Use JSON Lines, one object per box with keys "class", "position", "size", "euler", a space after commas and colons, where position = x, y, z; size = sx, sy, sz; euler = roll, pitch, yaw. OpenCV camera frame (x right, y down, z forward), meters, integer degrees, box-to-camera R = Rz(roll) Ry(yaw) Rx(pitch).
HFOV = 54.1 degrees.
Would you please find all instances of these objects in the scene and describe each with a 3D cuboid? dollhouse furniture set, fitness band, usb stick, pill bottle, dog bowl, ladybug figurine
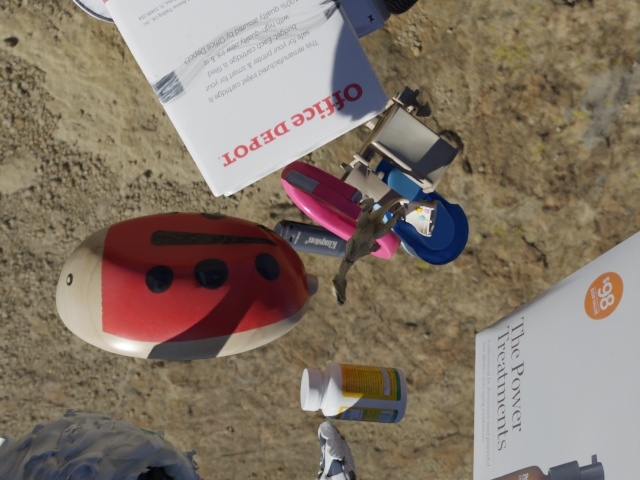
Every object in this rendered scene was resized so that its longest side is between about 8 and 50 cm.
{"class": "dollhouse furniture set", "position": [0.162, -0.180, 1.514], "size": [0.174, 0.355, 0.303], "euler": [36, 81, -8]}
{"class": "fitness band", "position": [0.035, -0.063, 1.251], "size": [0.054, 0.291, 0.209], "euler": [-53, 148, -9]}
{"class": "usb stick", "position": [0.000, 0.000, 1.536], "size": [0.278, 0.045, 0.077], "euler": [10, 117, -41]}
{"class": "pill bottle", "position": [0.068, 0.321, 1.324], "size": [0.209, 0.117, 0.117], "euler": [6, 122, -10]}
{"class": "dog bowl", "position": [0.222, -0.075, 1.473], "size": [0.166, 0.074, 0.297], "euler": [-43, 103, -18]}
{"class": "ladybug figurine", "position": [-0.226, 0.058, 1.084], "size": [0.450, 0.305, 0.161], "euler": [-1, 128, -10]}

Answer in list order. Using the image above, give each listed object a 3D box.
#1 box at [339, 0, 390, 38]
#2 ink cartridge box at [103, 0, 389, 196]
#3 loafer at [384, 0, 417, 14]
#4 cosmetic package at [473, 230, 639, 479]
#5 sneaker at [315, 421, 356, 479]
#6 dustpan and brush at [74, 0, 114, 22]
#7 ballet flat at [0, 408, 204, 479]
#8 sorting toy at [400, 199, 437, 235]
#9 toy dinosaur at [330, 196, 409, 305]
{"class": "box", "position": [0.020, -0.486, 1.271], "size": [0.181, 0.119, 0.181], "euler": [-21, 112, 23]}
{"class": "ink cartridge box", "position": [-0.071, -0.182, 0.555], "size": [0.172, 0.100, 0.237], "euler": [-29, 99, 2]}
{"class": "loafer", "position": [0.225, -0.588, 1.298], "size": [0.269, 0.092, 0.102], "euler": [-31, 133, 34]}
{"class": "cosmetic package", "position": [0.246, 0.203, 0.528], "size": [0.097, 0.377, 0.284], "euler": [23, 142, -15]}
{"class": "sneaker", "position": [-0.001, 0.497, 1.256], "size": [0.153, 0.235, 0.094], "euler": [-25, 159, 9]}
{"class": "dustpan and brush", "position": [-0.311, -0.338, 0.799], "size": [0.060, 0.211, 0.147], "euler": [-23, 112, 13]}
{"class": "ballet flat", "position": [-0.130, 0.279, 0.283], "size": [0.147, 0.408, 0.147], "euler": [1, 155, 0]}
{"class": "sorting toy", "position": [0.198, -0.058, 1.283], "size": [0.075, 0.044, 0.083], "euler": [14, 141, 15]}
{"class": "toy dinosaur", "position": [0.056, -0.014, 0.718], "size": [0.053, 0.183, 0.092], "euler": [36, 151, 0]}
